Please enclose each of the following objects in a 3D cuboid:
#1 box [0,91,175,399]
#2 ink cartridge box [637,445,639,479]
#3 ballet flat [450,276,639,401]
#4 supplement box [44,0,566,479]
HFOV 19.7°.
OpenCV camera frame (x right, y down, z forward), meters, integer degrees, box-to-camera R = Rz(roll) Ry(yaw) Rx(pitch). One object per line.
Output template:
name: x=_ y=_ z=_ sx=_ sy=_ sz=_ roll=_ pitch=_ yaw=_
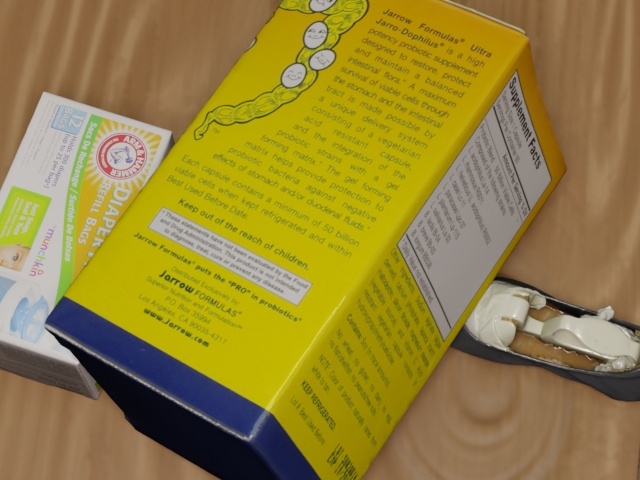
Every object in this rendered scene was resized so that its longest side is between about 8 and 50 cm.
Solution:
box: x=-0.195 y=0.004 z=1.436 sx=0.114 sy=0.103 sz=0.203 roll=17 pitch=71 yaw=8
ink cartridge box: x=0.303 y=0.163 z=1.329 sx=0.128 sy=0.176 sz=0.127 roll=7 pitch=68 yaw=3
ballet flat: x=0.172 y=0.067 z=1.423 sx=0.203 sy=0.074 sz=0.074 roll=19 pitch=72 yaw=8
supplement box: x=0.000 y=0.000 z=1.362 sx=0.195 sy=0.194 sz=0.356 roll=27 pitch=72 yaw=28
